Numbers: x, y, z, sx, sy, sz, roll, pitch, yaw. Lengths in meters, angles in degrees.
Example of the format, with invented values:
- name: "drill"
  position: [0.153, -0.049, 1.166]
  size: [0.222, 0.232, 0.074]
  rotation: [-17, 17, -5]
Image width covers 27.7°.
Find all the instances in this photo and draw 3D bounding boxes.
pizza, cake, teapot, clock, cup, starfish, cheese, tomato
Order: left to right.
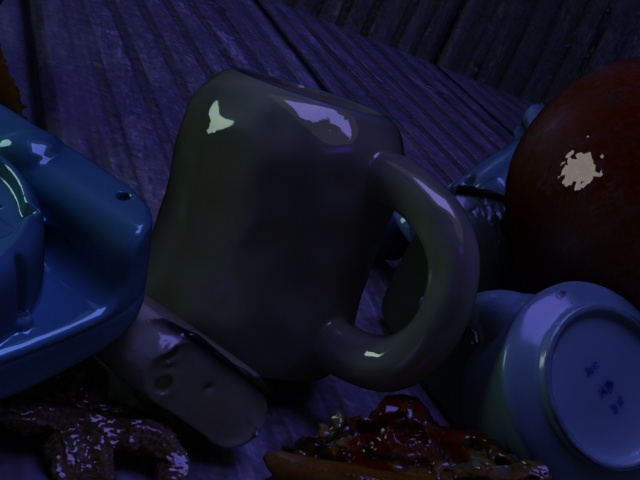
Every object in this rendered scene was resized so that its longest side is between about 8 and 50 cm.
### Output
- name: "clock"
  position: [-0.251, 0.009, 0.735]
  size: [0.224, 0.094, 0.274]
  rotation: [30, 35, 26]
- name: "starfish"
  position: [-0.152, 0.099, 0.776]
  size: [0.150, 0.053, 0.209]
  rotation: [9, 24, -32]
- name: "cheese"
  position: [-0.137, 0.057, 0.903]
  size: [0.127, 0.054, 0.251]
  rotation: [42, -9, -39]
- name: "cup"
  position: [-0.018, -0.004, 0.956]
  size: [0.173, 0.202, 0.255]
  rotation: [11, 13, -32]
- name: "pizza"
  position: [0.056, 0.141, 0.883]
  size: [0.201, 0.053, 0.193]
  rotation: [5, 7, -9]
- name: "cake"
  position: [0.157, 0.121, 1.152]
  size: [0.158, 0.172, 0.283]
  rotation: [12, 53, -22]
- name: "teapot"
  position: [0.169, 0.122, 0.957]
  size: [0.232, 0.159, 0.159]
  rotation: [54, 16, -5]
- name: "tomato"
  position: [0.285, -0.026, 1.050]
  size: [0.265, 0.264, 0.265]
  rotation: [23, 16, -7]

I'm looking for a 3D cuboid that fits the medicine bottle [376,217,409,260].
- name: "medicine bottle"
  position: [-0.004, -0.021, 1.342]
  size: [0.231, 0.059, 0.059]
  rotation: [10, 22, -40]

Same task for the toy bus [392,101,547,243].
- name: "toy bus"
  position: [0.233, -0.001, 1.377]
  size: [0.231, 0.197, 0.294]
  rotation: [56, 17, 5]

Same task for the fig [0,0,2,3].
- name: "fig"
  position: [-0.428, -0.300, 1.335]
  size: [0.263, 0.224, 0.224]
  rotation: [-19, 36, -21]

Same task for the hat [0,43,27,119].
- name: "hat"
  position: [-0.372, -0.102, 0.968]
  size: [0.233, 0.244, 0.233]
  rotation: [-23, -3, -27]
